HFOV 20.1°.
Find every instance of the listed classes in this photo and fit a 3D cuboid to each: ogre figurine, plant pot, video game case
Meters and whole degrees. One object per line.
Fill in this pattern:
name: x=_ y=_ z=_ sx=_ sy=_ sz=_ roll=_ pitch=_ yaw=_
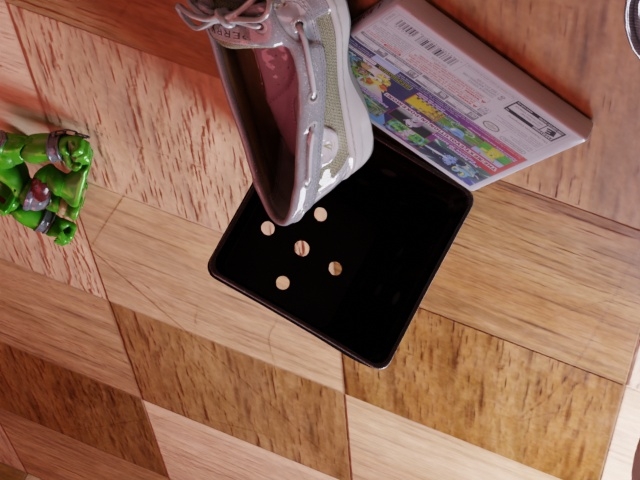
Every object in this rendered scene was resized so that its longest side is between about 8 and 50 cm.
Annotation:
ogre figurine: x=-0.314 y=-0.066 z=1.967 sx=0.118 sy=0.097 sz=0.197 roll=16 pitch=168 yaw=-6
plant pot: x=0.000 y=0.000 z=1.695 sx=0.188 sy=0.187 sz=0.167 roll=31 pitch=167 yaw=-11
video game case: x=0.101 y=-0.123 z=1.522 sx=0.201 sy=0.023 sz=0.183 roll=33 pitch=155 yaw=-17

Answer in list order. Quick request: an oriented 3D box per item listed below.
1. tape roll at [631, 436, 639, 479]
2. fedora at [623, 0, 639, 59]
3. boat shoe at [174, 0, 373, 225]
tape roll: x=0.419 y=0.236 z=1.603 sx=0.286 sy=0.286 sz=0.100 roll=17 pitch=154 yaw=19
fedora: x=0.311 y=-0.094 z=1.243 sx=0.243 sy=0.124 sz=0.275 roll=27 pitch=156 yaw=-1
boat shoe: x=-0.043 y=-0.150 z=1.475 sx=0.118 sy=0.103 sz=0.320 roll=21 pitch=148 yaw=31
